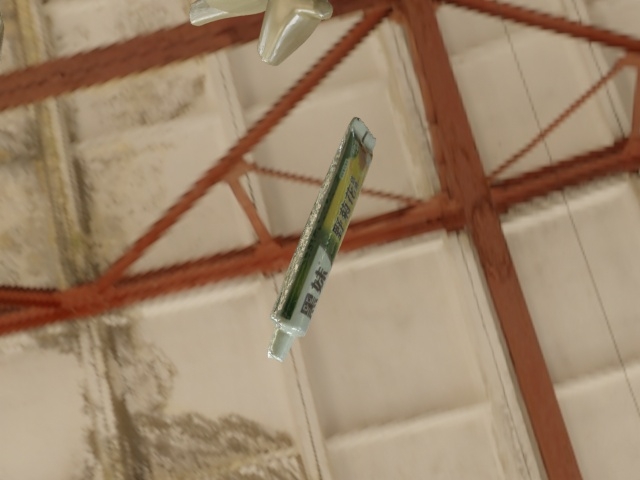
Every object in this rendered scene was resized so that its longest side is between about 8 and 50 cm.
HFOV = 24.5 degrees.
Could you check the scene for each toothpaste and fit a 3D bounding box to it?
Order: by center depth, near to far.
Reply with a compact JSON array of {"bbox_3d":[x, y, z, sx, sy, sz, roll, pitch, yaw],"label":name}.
[{"bbox_3d":[0.000,0.000,1.163,0.031,0.049,0.204,13,-107,29],"label":"toothpaste"}]

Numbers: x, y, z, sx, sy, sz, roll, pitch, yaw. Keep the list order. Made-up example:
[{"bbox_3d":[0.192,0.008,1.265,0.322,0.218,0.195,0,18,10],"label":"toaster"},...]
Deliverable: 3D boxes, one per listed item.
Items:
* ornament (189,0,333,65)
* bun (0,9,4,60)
[{"bbox_3d":[-0.054,-0.256,1.279,0.245,0.061,0.230,-3,-105,56],"label":"ornament"},{"bbox_3d":[-0.215,-0.109,0.519,0.134,0.220,0.220,-25,-116,13],"label":"bun"}]
